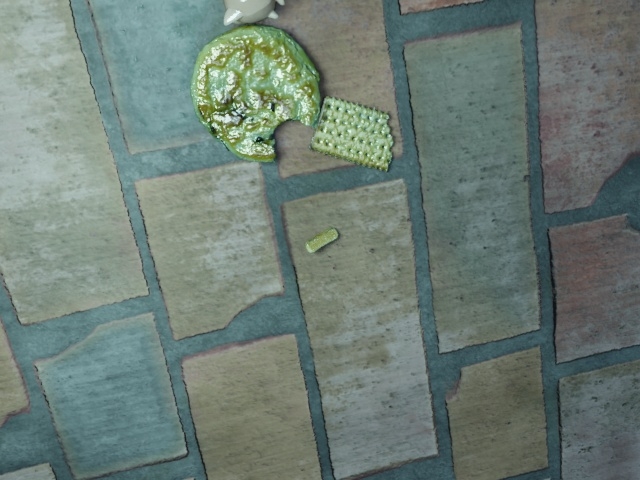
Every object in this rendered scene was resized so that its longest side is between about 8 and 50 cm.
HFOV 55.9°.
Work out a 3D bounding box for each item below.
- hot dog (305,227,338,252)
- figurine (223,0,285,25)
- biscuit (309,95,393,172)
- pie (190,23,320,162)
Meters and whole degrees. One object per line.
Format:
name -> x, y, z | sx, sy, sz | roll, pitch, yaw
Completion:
hot dog -> 0.000, 0.000, 1.469 | 0.090, 0.034, 0.030 | -31, 99, -21
figurine -> -0.147, -0.510, 1.258 | 0.138, 0.125, 0.125 | -22, 108, 7
biscuit -> 0.084, -0.252, 1.422 | 0.203, 0.016, 0.143 | 12, 103, -13
pie -> -0.141, -0.327, 1.335 | 0.303, 0.067, 0.302 | -3, 107, -9
